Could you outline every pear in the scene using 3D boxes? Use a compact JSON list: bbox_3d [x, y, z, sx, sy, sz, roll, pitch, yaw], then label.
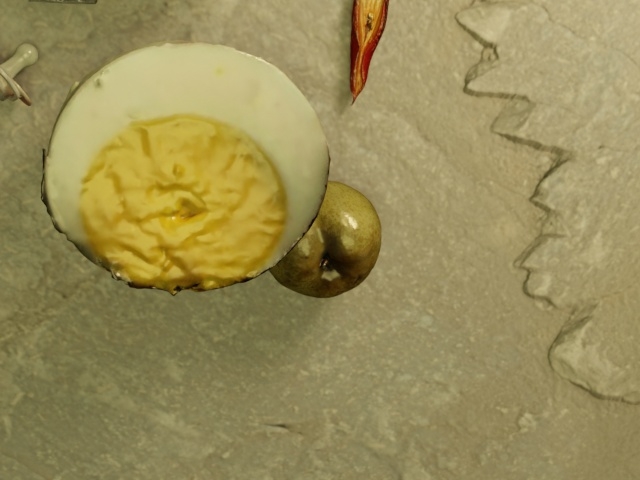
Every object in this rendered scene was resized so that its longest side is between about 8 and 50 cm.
[{"bbox_3d":[0.000,0.000,1.241,0.167,0.137,0.167,-5,132,-5],"label":"pear"}]

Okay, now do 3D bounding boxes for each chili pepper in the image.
[{"bbox_3d":[0.059,-0.261,1.192,0.045,0.027,0.178,6,113,-3],"label":"chili pepper"}]

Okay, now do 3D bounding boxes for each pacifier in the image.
[{"bbox_3d":[-0.385,-0.217,1.152,0.078,0.081,0.099,-45,113,-16],"label":"pacifier"}]

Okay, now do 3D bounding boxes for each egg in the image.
[{"bbox_3d":[-0.169,-0.104,1.146,0.337,0.201,0.337,-4,111,-11],"label":"egg"}]

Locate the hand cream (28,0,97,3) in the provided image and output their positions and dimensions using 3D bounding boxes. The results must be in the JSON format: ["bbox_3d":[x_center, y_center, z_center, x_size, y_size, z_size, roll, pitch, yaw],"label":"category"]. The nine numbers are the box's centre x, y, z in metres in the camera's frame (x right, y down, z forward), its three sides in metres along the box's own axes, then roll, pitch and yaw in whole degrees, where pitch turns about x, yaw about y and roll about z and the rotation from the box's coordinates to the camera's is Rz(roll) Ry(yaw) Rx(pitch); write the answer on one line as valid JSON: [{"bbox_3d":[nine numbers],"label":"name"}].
[{"bbox_3d":[-0.318,-0.307,1.142,0.093,0.019,0.030,4,112,-4],"label":"hand cream"}]
